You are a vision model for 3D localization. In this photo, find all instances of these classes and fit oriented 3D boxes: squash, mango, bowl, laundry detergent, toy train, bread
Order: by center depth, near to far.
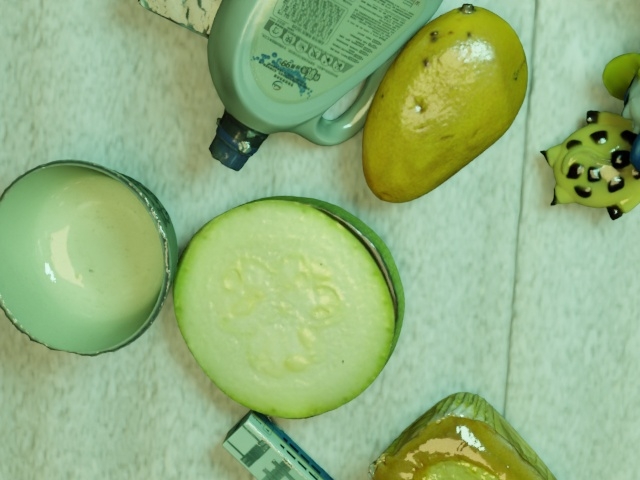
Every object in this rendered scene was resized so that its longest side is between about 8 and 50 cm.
[{"bbox_3d":[-0.013,-0.189,1.437,0.215,0.105,0.280,19,109,-36],"label":"laundry detergent"},{"bbox_3d":[0.127,-0.133,1.447,0.147,0.109,0.227,19,111,-32],"label":"mango"},{"bbox_3d":[-0.244,0.010,1.512,0.211,0.112,0.211,3,101,14],"label":"bowl"},{"bbox_3d":[-0.033,0.068,1.522,0.252,0.049,0.252,4,107,14],"label":"squash"},{"bbox_3d":[0.193,0.303,1.531,0.152,0.119,0.288,-40,95,16],"label":"bread"},{"bbox_3d":[-0.009,0.287,1.581,0.234,0.051,0.052,44,107,-4],"label":"toy train"}]

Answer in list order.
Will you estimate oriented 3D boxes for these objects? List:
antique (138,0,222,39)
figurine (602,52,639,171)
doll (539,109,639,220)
[{"bbox_3d":[-0.106,-0.309,1.451,0.088,0.086,0.183,27,103,-1],"label":"antique"},{"bbox_3d":[0.360,-0.228,1.349,0.283,0.204,0.338,23,93,18],"label":"figurine"},{"bbox_3d":[0.375,-0.096,1.445,0.291,0.086,0.117,-12,93,11],"label":"doll"}]
